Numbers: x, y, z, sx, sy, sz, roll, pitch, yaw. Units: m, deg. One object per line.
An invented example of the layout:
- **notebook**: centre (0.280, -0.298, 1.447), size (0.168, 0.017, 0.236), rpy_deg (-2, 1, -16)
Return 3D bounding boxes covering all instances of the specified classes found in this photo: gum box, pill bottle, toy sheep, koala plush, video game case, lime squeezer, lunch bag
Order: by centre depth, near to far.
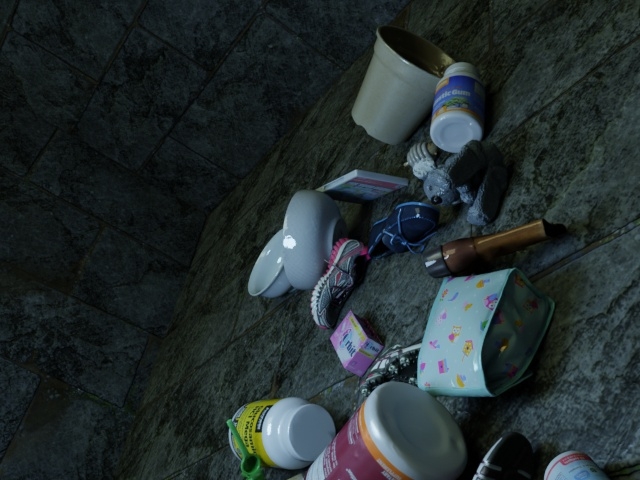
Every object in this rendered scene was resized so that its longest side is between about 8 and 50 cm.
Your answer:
- **pill bottle**: centre (0.409, 0.395, 1.005), size (0.087, 0.087, 0.160), rpy_deg (-55, 22, 9)
- **pill bottle**: centre (0.097, 0.491, 1.363), size (0.392, 0.224, 0.224), rpy_deg (-57, 19, 29)
- **lunch bag**: centre (0.320, 0.205, 1.373), size (0.223, 0.160, 0.262), rpy_deg (-19, 39, 59)
- **koala plush**: centre (0.354, -0.153, 1.767), size (0.203, 0.196, 0.221), rpy_deg (-55, 17, -23)
- **lime squeezer**: centre (-0.191, 0.591, 1.805), size (0.310, 0.059, 0.110), rpy_deg (86, 161, -46)
- **pill bottle**: centre (-0.105, 0.525, 1.845), size (0.334, 0.188, 0.188), rpy_deg (-26, 38, 55)
- **gum box**: centre (0.098, 0.283, 1.895), size (0.107, 0.062, 0.188), rpy_deg (-55, 21, 9)
- **pill bottle**: centre (0.410, -0.403, 2.003), size (0.152, 0.152, 0.272), rpy_deg (-37, 30, 44)
- **toy sheep**: centre (0.317, -0.266, 2.125), size (0.132, 0.091, 0.091), rpy_deg (-35, 31, 36)
- **video game case**: centre (0.131, -0.176, 2.265), size (0.285, 0.204, 0.025), rpy_deg (-19, 67, 59)

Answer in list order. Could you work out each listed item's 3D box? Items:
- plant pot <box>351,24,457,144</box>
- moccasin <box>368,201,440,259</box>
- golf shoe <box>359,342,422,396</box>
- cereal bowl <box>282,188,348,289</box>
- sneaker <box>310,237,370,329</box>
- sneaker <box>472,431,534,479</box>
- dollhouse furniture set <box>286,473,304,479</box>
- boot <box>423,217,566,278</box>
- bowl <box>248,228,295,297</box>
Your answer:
- **plant pot**: centre (0.267, -0.508, 2.297), size (0.305, 0.334, 0.334), rpy_deg (-58, 18, 33)
- **moccasin**: centre (0.238, -0.012, 1.931), size (0.342, 0.138, 0.116), rpy_deg (136, 155, -68)
- **golf shoe**: centre (0.195, 0.290, 1.619), size (0.273, 0.105, 0.120), rpy_deg (-39, 21, 41)
- **cereal bowl**: centre (0.000, 0.000, 2.234), size (0.141, 0.339, 0.339), rpy_deg (3, 55, 22)
- **sneaker**: centre (0.063, 0.136, 2.117), size (0.112, 0.121, 0.299), rpy_deg (16, 82, 37)
- **sneaker**: centre (0.267, 0.464, 1.214), size (0.281, 0.106, 0.162), rpy_deg (-64, 18, -11)
- **dollhouse furniture set**: centre (-0.088, 0.716, 1.777), size (0.151, 0.123, 0.144), rpy_deg (-24, 21, -6)
- **boot**: centre (0.399, 0.004, 1.499), size (0.280, 0.264, 0.096), rpy_deg (-22, 72, 29)
- **bowl**: centre (-0.141, 0.107, 2.578), size (0.298, 0.134, 0.298), rpy_deg (-48, 23, 28)
